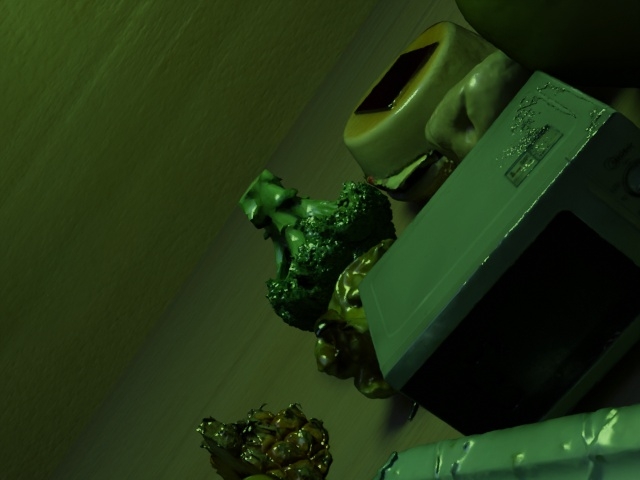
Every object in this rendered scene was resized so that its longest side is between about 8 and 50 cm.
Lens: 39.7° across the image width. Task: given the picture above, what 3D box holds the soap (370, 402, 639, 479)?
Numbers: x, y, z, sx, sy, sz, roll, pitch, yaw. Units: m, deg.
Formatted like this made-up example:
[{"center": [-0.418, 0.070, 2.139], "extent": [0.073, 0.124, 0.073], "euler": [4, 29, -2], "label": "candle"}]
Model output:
[{"center": [0.144, 0.261, 0.575], "extent": [0.446, 0.156, 0.261], "euler": [-32, 29, 54], "label": "soap"}]

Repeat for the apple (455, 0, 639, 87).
[{"center": [0.300, -0.308, 0.932], "extent": [0.312, 0.320, 0.360], "euler": [-33, 12, 20], "label": "apple"}]

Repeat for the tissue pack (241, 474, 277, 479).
[{"center": [-0.081, 0.375, 1.057], "extent": [0.178, 0.123, 0.127], "euler": [-60, 16, -14], "label": "tissue pack"}]

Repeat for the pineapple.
[{"center": [-0.089, 0.269, 1.241], "extent": [0.139, 0.164, 0.250], "euler": [-55, 11, -27], "label": "pineapple"}]

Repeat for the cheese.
[{"center": [0.240, -0.180, 1.147], "extent": [0.235, 0.117, 0.218], "euler": [-44, -5, 33], "label": "cheese"}]

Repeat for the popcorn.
[{"center": [0.086, 0.098, 1.111], "extent": [0.168, 0.173, 0.195], "euler": [-23, 19, 23], "label": "popcorn"}]

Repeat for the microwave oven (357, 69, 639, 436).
[{"center": [0.203, 0.022, 0.834], "extent": [0.295, 0.181, 0.237], "euler": [-51, 15, 13], "label": "microwave oven"}]

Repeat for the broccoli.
[{"center": [0.000, 0.000, 1.312], "extent": [0.270, 0.270, 0.270], "euler": [-49, -6, -6], "label": "broccoli"}]

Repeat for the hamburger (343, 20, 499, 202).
[{"center": [0.172, -0.198, 1.387], "extent": [0.302, 0.170, 0.302], "euler": [-46, 17, 19], "label": "hamburger"}]
